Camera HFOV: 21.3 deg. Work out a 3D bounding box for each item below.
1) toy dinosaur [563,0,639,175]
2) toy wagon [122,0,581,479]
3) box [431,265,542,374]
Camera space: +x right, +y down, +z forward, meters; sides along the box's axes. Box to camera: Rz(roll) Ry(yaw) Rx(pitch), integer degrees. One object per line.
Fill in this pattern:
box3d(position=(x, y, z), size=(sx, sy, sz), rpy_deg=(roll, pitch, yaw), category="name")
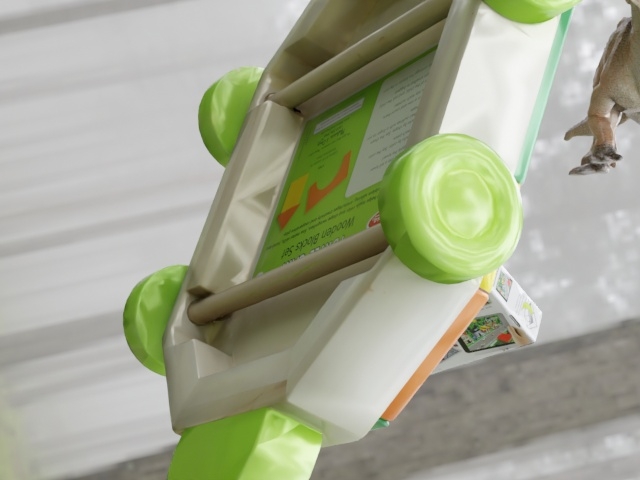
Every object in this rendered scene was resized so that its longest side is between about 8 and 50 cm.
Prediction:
box3d(position=(0.281, -0.160, 1.451), size=(0.295, 0.127, 0.200), rpy_deg=(112, -21, -82), category="toy dinosaur")
box3d(position=(0.000, 0.000, 0.742), size=(0.267, 0.068, 0.344), rpy_deg=(-24, -137, 58), category="toy wagon")
box3d(position=(0.071, 0.066, 1.445), size=(0.114, 0.207, 0.036), rpy_deg=(49, 40, -26), category="box")
